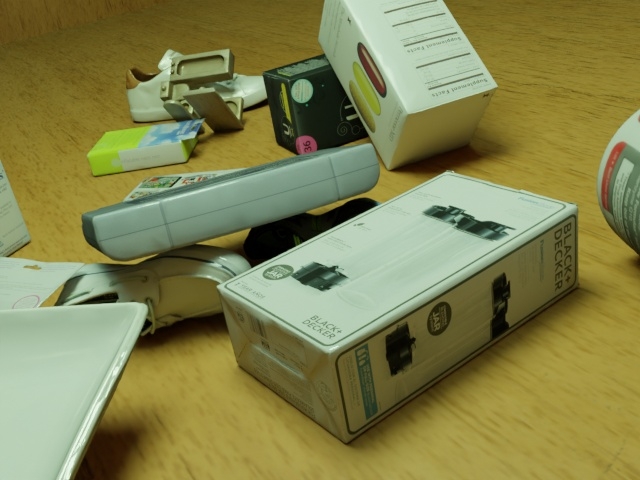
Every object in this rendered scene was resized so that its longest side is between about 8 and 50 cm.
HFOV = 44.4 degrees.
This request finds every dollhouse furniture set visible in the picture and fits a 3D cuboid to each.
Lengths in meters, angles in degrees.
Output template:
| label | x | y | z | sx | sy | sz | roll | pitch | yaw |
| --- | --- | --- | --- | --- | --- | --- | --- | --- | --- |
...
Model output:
| label | x | y | z | sx | sy | sz | roll | pitch | yaw |
| --- | --- | --- | --- | --- | --- | --- | --- | --- | --- |
| dollhouse furniture set | -0.216 | -0.279 | 1.342 | 0.144 | 0.123 | 0.151 | -4 | 69 | 17 |

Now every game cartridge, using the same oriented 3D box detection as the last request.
| label | x | y | z | sx | sy | sz | roll | pitch | yaw |
| --- | --- | --- | --- | --- | --- | --- | --- | --- | --- |
| game cartridge | -0.095 | -0.042 | 0.822 | 0.294 | 0.060 | 0.196 | -17 | 5 | -19 |

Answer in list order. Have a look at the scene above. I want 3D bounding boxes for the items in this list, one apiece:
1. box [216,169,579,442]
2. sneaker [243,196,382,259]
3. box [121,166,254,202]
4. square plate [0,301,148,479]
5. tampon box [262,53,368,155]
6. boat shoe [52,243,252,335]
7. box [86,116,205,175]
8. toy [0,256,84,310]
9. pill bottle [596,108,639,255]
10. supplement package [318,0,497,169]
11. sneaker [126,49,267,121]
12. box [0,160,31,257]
| label | x | y | z | sx | sy | sz | roll | pitch | yaw |
| --- | --- | --- | --- | --- | --- | --- | --- | --- | --- |
| box | 0.077 | 0.040 | 0.702 | 0.290 | 0.087 | 0.169 | -28 | 30 | -30 |
| sneaker | 0.000 | 0.000 | 0.846 | 0.188 | 0.067 | 0.078 | -4 | 28 | 28 |
| box | -0.158 | -0.056 | 1.045 | 0.206 | 0.036 | 0.114 | -3 | 27 | 15 |
| square plate | -0.324 | 0.183 | 0.558 | 0.347 | 0.049 | 0.344 | -5 | 38 | 13 |
| tampon box | 0.011 | -0.217 | 1.208 | 0.161 | 0.121 | 0.101 | -21 | 27 | -20 |
| boat shoe | -0.171 | 0.063 | 0.781 | 0.226 | 0.083 | 0.076 | -10 | 34 | 29 |
| box | -0.279 | -0.156 | 1.287 | 0.178 | 0.042 | 0.109 | -8 | 27 | 6 |
| toy | -0.343 | 0.108 | 0.764 | 0.136 | 0.056 | 0.237 | 3 | 35 | 29 |
| pill bottle | 0.349 | -0.007 | 0.607 | 0.161 | 0.161 | 0.283 | -12 | 26 | -2 |
| supplement package | 0.110 | -0.244 | 1.072 | 0.133 | 0.139 | 0.244 | -19 | 66 | -16 |
| sneaker | -0.233 | -0.298 | 1.469 | 0.290 | 0.123 | 0.106 | -5 | 25 | 10 |
| box | -0.470 | -0.046 | 1.031 | 0.126 | 0.137 | 0.072 | 3 | 30 | 26 |
